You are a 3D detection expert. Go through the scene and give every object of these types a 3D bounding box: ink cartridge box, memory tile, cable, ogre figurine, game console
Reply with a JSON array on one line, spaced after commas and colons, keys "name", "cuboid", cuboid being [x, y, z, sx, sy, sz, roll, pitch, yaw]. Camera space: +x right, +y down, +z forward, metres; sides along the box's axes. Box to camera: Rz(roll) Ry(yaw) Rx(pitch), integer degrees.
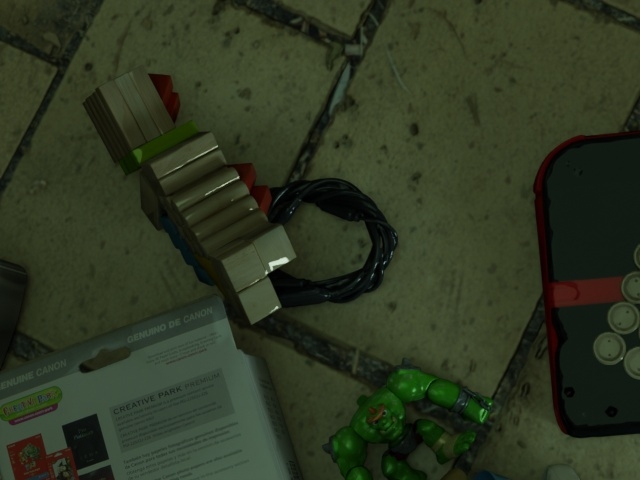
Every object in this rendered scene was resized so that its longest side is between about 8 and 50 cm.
[{"name": "ink cartridge box", "cuboid": [-0.197, 0.240, 1.795, 0.309, 0.130, 0.272, -19, 77, 7]}, {"name": "memory tile", "cuboid": [0.372, 0.084, 1.726, 0.113, 0.012, 0.148, 25, 90, 11]}, {"name": "cable", "cuboid": [0.000, 0.000, 1.847, 0.184, 0.047, 0.150, -10, 74, 14]}, {"name": "ogre figurine", "cuboid": [0.087, 0.221, 1.767, 0.118, 0.097, 0.197, 43, 106, -3]}, {"name": "game console", "cuboid": [0.439, 0.035, 1.753, 0.387, 0.060, 0.342, -6, 85, 11]}]

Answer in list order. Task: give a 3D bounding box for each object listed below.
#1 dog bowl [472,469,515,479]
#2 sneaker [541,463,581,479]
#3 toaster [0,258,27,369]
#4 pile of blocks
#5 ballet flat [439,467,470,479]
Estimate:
[{"name": "dog bowl", "cuboid": [0.196, 0.396, 1.681, 0.074, 0.166, 0.297, 6, 81, -10]}, {"name": "sneaker", "cuboid": [0.317, 0.329, 1.692, 0.115, 0.090, 0.232, -15, 49, -17]}, {"name": "toaster", "cuboid": [-0.447, 0.089, 1.880, 0.186, 0.110, 0.168, 16, 85, 13]}, {"name": "pile of blocks", "cuboid": [-0.136, -0.061, 1.842, 0.113, 0.149, 0.362, -30, 71, -19]}, {"name": "ballet flat", "cuboid": [0.107, 0.359, 1.726, 0.073, 0.080, 0.232, 12, 91, -24]}]
